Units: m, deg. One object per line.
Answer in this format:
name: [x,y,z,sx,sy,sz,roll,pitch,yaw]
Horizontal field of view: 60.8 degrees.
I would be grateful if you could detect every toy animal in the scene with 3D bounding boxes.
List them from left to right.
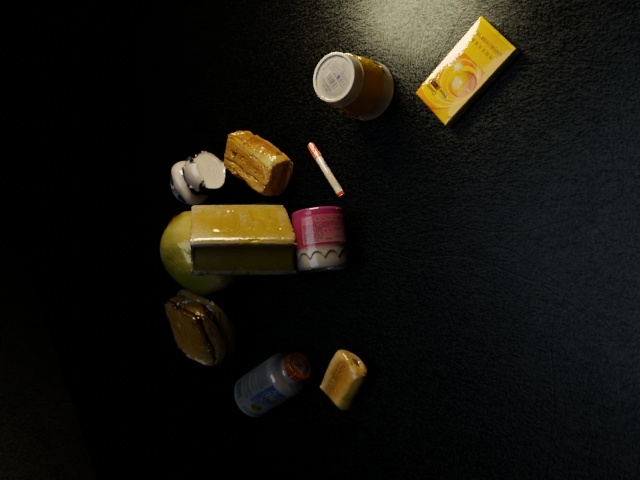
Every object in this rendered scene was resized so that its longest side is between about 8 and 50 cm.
toy animal: [-0.504,-0.242,2.195,0.235,0.165,0.187,-23,91,35]

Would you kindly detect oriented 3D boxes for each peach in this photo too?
peach: [-0.441,0.047,2.033,0.281,0.316,0.314,-43,24,-15]

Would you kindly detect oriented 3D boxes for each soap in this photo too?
soap: [-0.257,-0.005,1.777,0.293,0.334,0.156,-108,20,-58]

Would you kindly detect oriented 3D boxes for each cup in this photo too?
cup: [0.078,-0.490,1.677,0.241,0.226,0.186,38,112,26]

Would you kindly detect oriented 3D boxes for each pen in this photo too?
pen: [0.019,-0.238,1.848,0.028,0.028,0.239,-44,63,30]

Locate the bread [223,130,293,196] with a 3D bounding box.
bread: [-0.228,-0.285,1.988,0.294,0.132,0.167,35,111,34]

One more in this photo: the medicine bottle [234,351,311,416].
medicine bottle: [-0.160,0.490,1.892,0.288,0.156,0.157,-39,65,33]

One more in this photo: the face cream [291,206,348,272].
face cream: [0.000,0.000,1.760,0.175,0.175,0.195,-13,80,39]

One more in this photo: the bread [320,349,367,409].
bread: [0.080,0.441,1.740,0.134,0.085,0.173,43,116,36]

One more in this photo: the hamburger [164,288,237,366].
hamburger: [-0.462,0.330,2.091,0.304,0.174,0.284,16,135,36]

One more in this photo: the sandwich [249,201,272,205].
sandwich: [-0.244,-0.085,2.012,0.185,0.109,0.160,50,121,29]

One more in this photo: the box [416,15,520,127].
box: [0.404,-0.468,1.523,0.269,0.043,0.152,-48,60,27]
